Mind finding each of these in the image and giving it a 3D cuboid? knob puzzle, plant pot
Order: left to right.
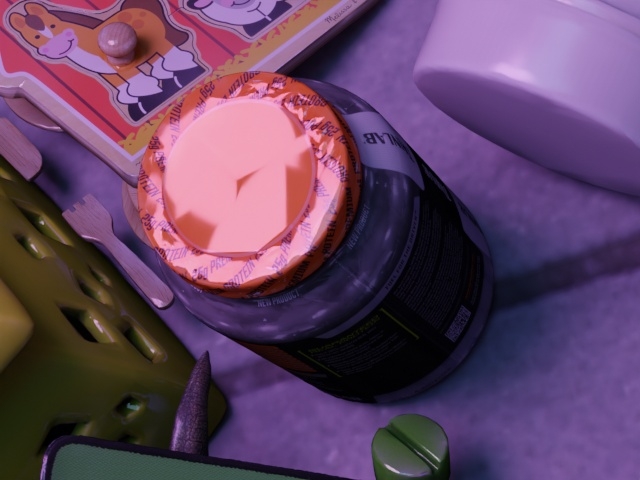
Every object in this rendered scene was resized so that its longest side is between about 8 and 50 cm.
[{"bbox_3d":[-0.220,0.065,0.845,0.228,0.207,0.227,-46,64,1],"label":"plant pot"},{"bbox_3d":[-0.094,-0.138,0.914,0.213,0.030,0.213,-2,56,3],"label":"knob puzzle"}]

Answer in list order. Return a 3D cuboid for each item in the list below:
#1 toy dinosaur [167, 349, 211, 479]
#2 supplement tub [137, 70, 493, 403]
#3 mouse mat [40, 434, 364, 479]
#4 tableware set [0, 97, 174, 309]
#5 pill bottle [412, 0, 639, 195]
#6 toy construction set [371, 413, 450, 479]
[{"bbox_3d":[-0.096,0.209,0.808,0.121,0.160,0.314,-16,52,49],"label":"toy dinosaur"},{"bbox_3d":[0.000,0.000,0.789,0.117,0.190,0.117,-6,72,18],"label":"supplement tub"},{"bbox_3d":[-0.041,0.171,0.776,0.007,0.189,0.153,-19,62,55],"label":"mouse mat"},{"bbox_3d":[-0.094,-0.068,0.908,0.128,0.039,0.194,-41,64,-14],"label":"tableware set"},{"bbox_3d":[0.162,-0.189,0.793,0.176,0.176,0.318,22,83,25],"label":"pill bottle"},{"bbox_3d":[0.091,0.167,0.627,0.257,0.237,0.309,12,49,18],"label":"toy construction set"}]
